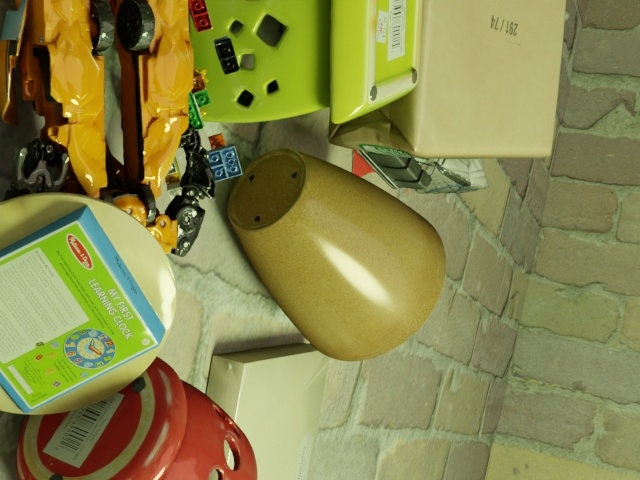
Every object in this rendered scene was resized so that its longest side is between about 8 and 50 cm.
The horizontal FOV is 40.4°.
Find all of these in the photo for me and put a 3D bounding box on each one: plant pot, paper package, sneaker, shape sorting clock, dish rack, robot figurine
[{"bbox_3d":[-0.175,0.212,0.829,0.191,0.191,0.174,-65,149,-29],"label":"plant pot"},{"bbox_3d":[0.186,-0.270,1.215,0.324,0.168,0.310,-5,100,-43],"label":"paper package"},{"bbox_3d":[0.258,-0.159,1.756,0.297,0.111,0.129,-8,91,-68],"label":"sneaker"},{"bbox_3d":[-0.222,0.055,0.721,0.040,0.206,0.206,-123,-156,-57],"label":"shape sorting clock"},{"bbox_3d":[0.163,-0.229,1.393,0.208,0.074,0.272,39,73,-55],"label":"dish rack"},{"bbox_3d":[-0.188,-0.102,0.765,0.211,0.085,0.291,-12,112,-43],"label":"robot figurine"},{"bbox_3d":[0.000,0.000,1.125,0.254,0.237,0.237,41,62,-44],"label":"plant pot"},{"bbox_3d":[-0.004,-0.253,0.995,0.227,0.207,0.228,-33,128,-57],"label":"plant pot"}]

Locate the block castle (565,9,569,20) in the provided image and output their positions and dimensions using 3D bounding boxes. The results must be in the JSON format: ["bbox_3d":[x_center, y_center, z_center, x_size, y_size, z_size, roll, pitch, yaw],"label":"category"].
[{"bbox_3d":[0.428,-0.670,1.754,0.303,0.212,0.453,36,67,-64],"label":"block castle"}]

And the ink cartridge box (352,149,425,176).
[{"bbox_3d":[0.125,-0.206,1.479,0.224,0.056,0.181,-32,127,-60],"label":"ink cartridge box"}]

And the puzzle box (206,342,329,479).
[{"bbox_3d":[-0.096,0.354,1.224,0.272,0.052,0.409,7,93,-66],"label":"puzzle box"}]

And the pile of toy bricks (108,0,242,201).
[{"bbox_3d":[-0.140,-0.155,0.891,0.105,0.118,0.212,-119,-166,-65],"label":"pile of toy bricks"}]
